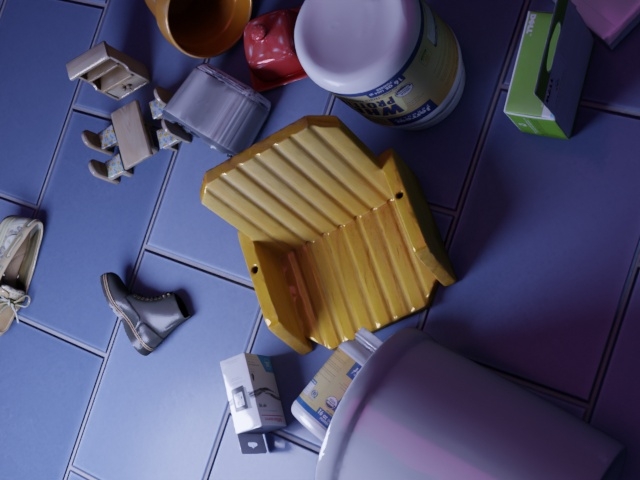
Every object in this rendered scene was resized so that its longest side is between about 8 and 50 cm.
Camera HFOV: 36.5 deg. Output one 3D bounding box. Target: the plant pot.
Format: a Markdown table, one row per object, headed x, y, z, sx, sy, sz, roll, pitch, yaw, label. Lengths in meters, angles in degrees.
| x | y | z | sx | sy | sz | roll | pitch | yaw | label |
| --- | --- | --- | --- | --- | --- | --- | --- | --- | --- |
| -0.278 | -0.513 | 2.055 | 0.188 | 0.205 | 0.205 | 39 | 99 | 44 | plant pot |

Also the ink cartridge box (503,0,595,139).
| x | y | z | sx | sy | sz | roll | pitch | yaw | label |
| --- | --- | --- | --- | --- | --- | --- | --- | --- | --- |
| 0.371 | -0.298 | 1.629 | 0.097 | 0.255 | 0.189 | 13 | 85 | 29 | ink cartridge box |

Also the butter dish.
| x | y | z | sx | sy | sz | roll | pitch | yaw | label |
| --- | --- | --- | --- | --- | --- | --- | --- | --- | --- |
| -0.100 | -0.405 | 1.973 | 0.159 | 0.118 | 0.160 | -13 | 74 | 24 | butter dish |

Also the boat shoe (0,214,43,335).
| x | y | z | sx | sy | sz | roll | pitch | yaw | label |
| --- | --- | --- | --- | --- | --- | --- | --- | --- | --- |
| -0.702 | 0.082 | 2.193 | 0.089 | 0.104 | 0.285 | 6 | 82 | 31 | boat shoe |

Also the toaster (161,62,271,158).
| x | y | z | sx | sy | sz | roll | pitch | yaw | label |
| --- | --- | --- | --- | --- | --- | --- | --- | --- | --- |
| -0.204 | -0.262 | 1.993 | 0.227 | 0.129 | 0.146 | 33 | 94 | 28 | toaster |

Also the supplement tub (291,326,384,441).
| x | y | z | sx | sy | sz | roll | pitch | yaw | label |
| --- | --- | --- | --- | --- | --- | --- | --- | --- | --- |
| 0.059 | 0.269 | 1.729 | 0.144 | 0.144 | 0.200 | 37 | 85 | 28 | supplement tub |

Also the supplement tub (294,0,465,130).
| x | y | z | sx | sy | sz | roll | pitch | yaw | label |
| --- | --- | --- | --- | --- | --- | --- | --- | --- | --- |
| 0.119 | -0.331 | 1.731 | 0.228 | 0.316 | 0.229 | -6 | 77 | 26 | supplement tub |

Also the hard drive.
| x | y | z | sx | sy | sz | roll | pitch | yaw | label |
| --- | --- | --- | --- | --- | --- | --- | --- | --- | --- |
| 0.551 | -0.513 | 1.703 | 0.307 | 0.040 | 0.203 | -46 | 63 | 12 | hard drive |

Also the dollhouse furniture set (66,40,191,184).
| x | y | z | sx | sy | sz | roll | pitch | yaw | label |
| --- | --- | --- | --- | --- | --- | --- | --- | --- | --- |
| -0.433 | -0.280 | 2.094 | 0.212 | 0.161 | 0.242 | -26 | 69 | 21 | dollhouse furniture set |

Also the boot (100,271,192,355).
| x | y | z | sx | sy | sz | roll | pitch | yaw | label |
| --- | --- | --- | --- | --- | --- | --- | --- | --- | --- |
| -0.363 | 0.123 | 2.036 | 0.137 | 0.077 | 0.198 | -37 | 79 | 11 | boot |

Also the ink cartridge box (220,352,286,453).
| x | y | z | sx | sy | sz | roll | pitch | yaw | label |
| --- | --- | --- | --- | --- | --- | --- | --- | --- | --- |
| -0.123 | 0.311 | 1.849 | 0.060 | 0.104 | 0.180 | -23 | 71 | 21 | ink cartridge box |

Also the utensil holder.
| x | y | z | sx | sy | sz | roll | pitch | yaw | label |
| --- | --- | --- | --- | --- | --- | --- | --- | --- | --- |
| 0.240 | 0.366 | 1.533 | 0.385 | 0.327 | 0.328 | 25 | 92 | 26 | utensil holder |

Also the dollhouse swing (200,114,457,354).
| x | y | z | sx | sy | sz | roll | pitch | yaw | label |
| --- | --- | --- | --- | --- | --- | --- | --- | --- | --- |
| 0.000 | 0.000 | 1.736 | 0.346 | 0.305 | 0.315 | -26 | 69 | 19 | dollhouse swing |
